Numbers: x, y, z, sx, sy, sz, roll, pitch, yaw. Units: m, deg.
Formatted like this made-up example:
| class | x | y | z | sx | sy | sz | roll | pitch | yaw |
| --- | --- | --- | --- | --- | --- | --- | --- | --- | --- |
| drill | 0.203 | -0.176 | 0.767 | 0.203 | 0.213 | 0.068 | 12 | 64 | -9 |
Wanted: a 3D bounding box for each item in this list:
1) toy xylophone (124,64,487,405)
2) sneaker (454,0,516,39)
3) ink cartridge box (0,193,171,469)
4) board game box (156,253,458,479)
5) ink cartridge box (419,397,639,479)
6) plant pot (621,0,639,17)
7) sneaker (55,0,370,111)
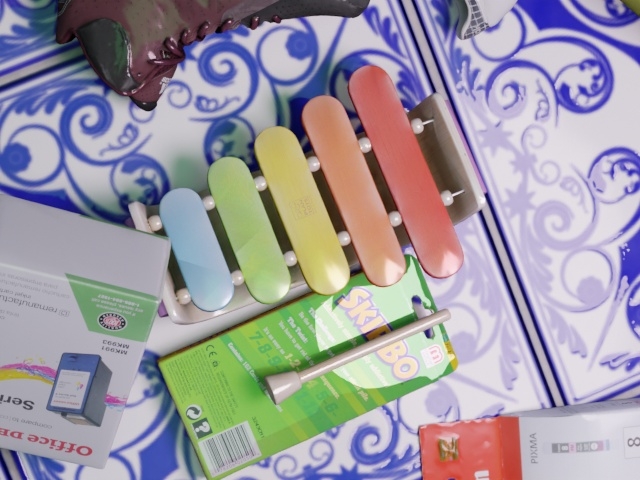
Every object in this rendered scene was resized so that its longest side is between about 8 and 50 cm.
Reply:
| class | x | y | z | sx | sy | sz | roll | pitch | yaw |
| --- | --- | --- | --- | --- | --- | --- | --- | --- | --- |
| toy xylophone | 0.000 | 0.000 | 1.601 | 0.323 | 0.081 | 0.236 | -29 | 84 | -10 |
| sneaker | 0.095 | -0.293 | 1.624 | 0.095 | 0.090 | 0.235 | -42 | 99 | 4 |
| ink cartridge box | -0.231 | 0.083 | 1.524 | 0.154 | 0.093 | 0.212 | 15 | 129 | -10 |
| board game box | -0.009 | 0.115 | 1.650 | 0.259 | 0.039 | 0.124 | -23 | 97 | -7 |
| ink cartridge box | 0.220 | 0.257 | 1.695 | 0.232 | 0.066 | 0.189 | -6 | 95 | -15 |
| plant pot | 0.434 | -0.235 | 1.618 | 0.275 | 0.275 | 0.293 | -48 | 116 | -5 |
| sneaker | -0.104 | -0.188 | 1.589 | 0.281 | 0.106 | 0.162 | 11 | 96 | -1 |
